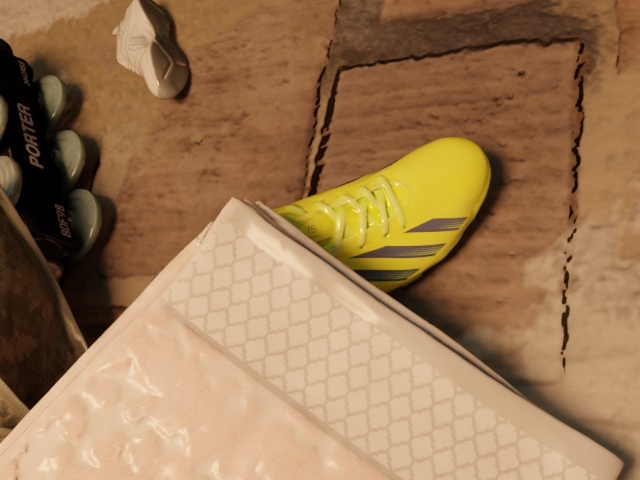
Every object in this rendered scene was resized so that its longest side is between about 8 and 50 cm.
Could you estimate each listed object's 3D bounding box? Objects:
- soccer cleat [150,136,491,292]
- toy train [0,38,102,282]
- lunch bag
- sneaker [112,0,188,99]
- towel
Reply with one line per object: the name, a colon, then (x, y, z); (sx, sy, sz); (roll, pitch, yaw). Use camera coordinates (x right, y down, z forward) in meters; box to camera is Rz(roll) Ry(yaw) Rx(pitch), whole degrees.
soccer cleat: (0.000, 0.001, 0.636); (0.289, 0.121, 0.093); (-29, 56, 10)
toy train: (-0.347, -0.063, 0.839); (0.190, 0.142, 0.334); (-38, 56, 20)
lunch bag: (-0.320, 0.128, 0.662); (0.235, 0.169, 0.287); (-26, 100, 15)
sneaker: (-0.186, -0.198, 0.875); (0.061, 0.053, 0.152); (-39, 51, 22)
towel: (-0.024, 0.171, 0.501); (0.332, 0.053, 0.317); (35, 72, 10)
